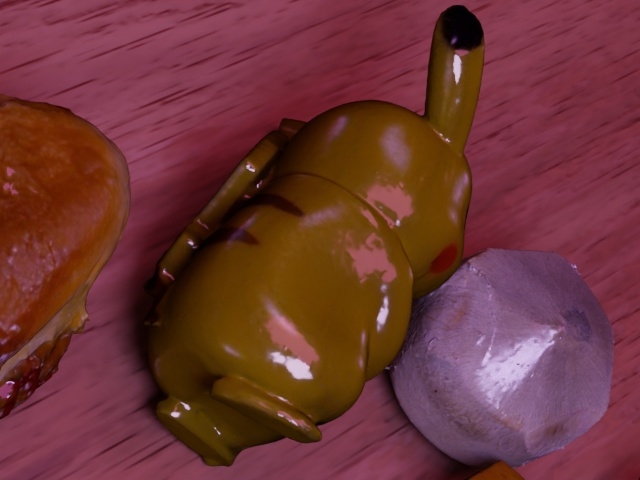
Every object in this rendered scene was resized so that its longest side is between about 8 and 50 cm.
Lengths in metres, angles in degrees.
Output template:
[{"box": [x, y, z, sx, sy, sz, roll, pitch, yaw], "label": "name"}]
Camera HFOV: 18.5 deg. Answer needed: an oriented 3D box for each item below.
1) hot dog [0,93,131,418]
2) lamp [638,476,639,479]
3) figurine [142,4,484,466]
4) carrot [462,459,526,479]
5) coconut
[{"box": [-0.305, 0.012, 1.150, 0.405, 0.185, 0.223, 12, 59, -30], "label": "hot dog"}, {"box": [0.326, 0.281, 1.469, 0.244, 0.198, 0.198, 45, 47, -28], "label": "lamp"}, {"box": [-0.004, 0.005, 1.374, 0.169, 0.218, 0.327, 50, 57, -14], "label": "figurine"}, {"box": [0.176, 0.301, 1.393, 0.114, 0.114, 0.302, -28, 85, -41], "label": "carrot"}, {"box": [0.138, 0.081, 1.445, 0.161, 0.162, 0.161, 17, 58, -29], "label": "coconut"}]
